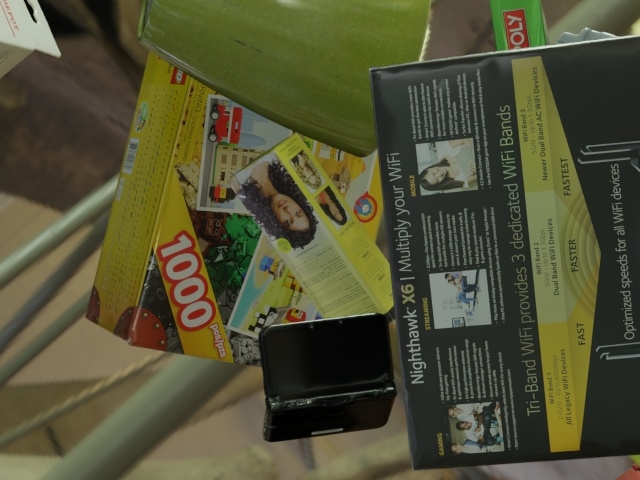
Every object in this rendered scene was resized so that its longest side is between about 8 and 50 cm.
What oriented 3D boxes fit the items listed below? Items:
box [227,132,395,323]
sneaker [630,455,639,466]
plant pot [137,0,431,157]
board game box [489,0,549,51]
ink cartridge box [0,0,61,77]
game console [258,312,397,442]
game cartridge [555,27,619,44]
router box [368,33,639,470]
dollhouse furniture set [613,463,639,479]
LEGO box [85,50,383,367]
[{"bbox_3d":[0.000,0.000,1.433,0.087,0.232,0.058,-31,9,40],"label":"box"},{"bbox_3d":[0.353,0.152,1.478,0.123,0.295,0.109,-37,23,27],"label":"sneaker"},{"bbox_3d":[-0.056,-0.263,1.504,0.275,0.294,0.274,-167,90,-74],"label":"plant pot"},{"bbox_3d":[0.210,-0.111,1.230,0.046,0.213,0.317,-10,-8,12],"label":"board game box"},{"bbox_3d":[-0.588,-0.363,1.998,0.119,0.207,0.353,-33,-18,23],"label":"ink cartridge box"},{"bbox_3d":[0.004,0.129,1.192,0.122,0.071,0.107,-6,-33,-11],"label":"game console"},{"bbox_3d":[0.392,-0.119,1.276,0.198,0.297,0.062,38,-97,-45],"label":"game cartridge"},{"bbox_3d":[0.175,0.009,0.962,0.243,0.308,0.081,-5,4,9],"label":"router box"},{"bbox_3d":[0.620,0.502,2.035,0.152,0.201,0.374,-36,20,-1],"label":"dollhouse furniture set"},{"bbox_3d":[-0.105,-0.068,1.968,0.193,0.373,0.499,16,93,60],"label":"LEGO box"}]
